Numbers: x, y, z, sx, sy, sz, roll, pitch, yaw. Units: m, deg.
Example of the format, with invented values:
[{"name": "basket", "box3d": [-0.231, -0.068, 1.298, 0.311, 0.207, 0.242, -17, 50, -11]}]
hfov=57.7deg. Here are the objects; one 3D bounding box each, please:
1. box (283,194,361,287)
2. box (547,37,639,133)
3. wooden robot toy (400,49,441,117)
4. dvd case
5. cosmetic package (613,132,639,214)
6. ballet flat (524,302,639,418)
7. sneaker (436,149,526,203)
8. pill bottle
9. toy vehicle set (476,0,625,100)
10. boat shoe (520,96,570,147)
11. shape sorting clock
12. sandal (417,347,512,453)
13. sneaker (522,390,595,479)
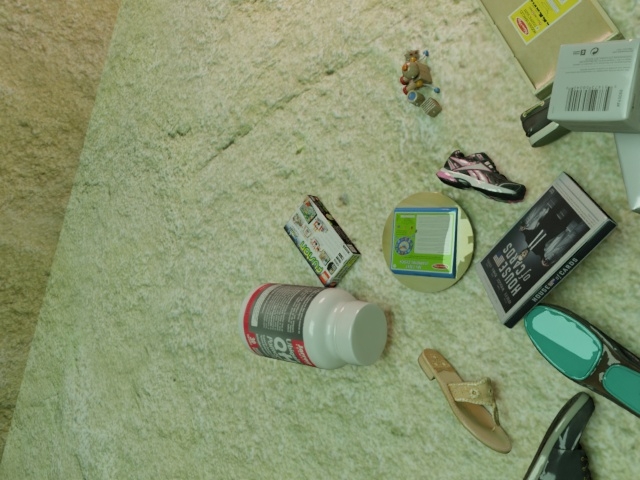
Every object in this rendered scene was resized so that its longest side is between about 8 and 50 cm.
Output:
[{"name": "box", "box3d": [0.000, 0.000, 1.383, 0.114, 0.036, 0.207, -52, 55, 25]}, {"name": "box", "box3d": [0.365, -0.195, 0.748, 0.101, 0.087, 0.102, 13, 94, 45]}, {"name": "wooden robot toy", "box3d": [0.192, -0.340, 1.223, 0.076, 0.079, 0.173, -25, 69, 37]}, {"name": "dvd case", "box3d": [0.372, 0.014, 0.996, 0.238, 0.029, 0.179, -52, 20, 24]}, {"name": "cosmetic package", "box3d": [0.512, -0.148, 0.821, 0.138, 0.224, 0.224, -18, 73, 39]}, {"name": "ballet flat", "box3d": [0.451, 0.200, 0.921, 0.280, 0.096, 0.095, 42, 110, 37]}, {"name": "sneaker", "box3d": [0.308, -0.130, 1.107, 0.178, 0.072, 0.077, 25, 91, 35]}, {"name": "pill bottle", "box3d": [-0.018, 0.188, 1.284, 0.318, 0.176, 0.176, 0, 85, 42]}, {"name": "toy vehicle set", "box3d": [0.409, -0.415, 1.069, 0.166, 0.035, 0.267, -36, 63, 33]}, {"name": "boat shoe", "box3d": [0.446, -0.245, 0.987, 0.228, 0.081, 0.068, -33, 68, 37]}, {"name": "shape sorting clock", "box3d": [0.217, 0.004, 1.188, 0.206, 0.040, 0.206, -4, 83, 37]}, {"name": "sandal", "box3d": [0.277, 0.273, 1.074, 0.240, 0.088, 0.079, 50, 123, 39]}, {"name": "sneaker", "box3d": [0.422, 0.367, 0.956, 0.118, 0.083, 0.222, 28, 97, 21]}]
